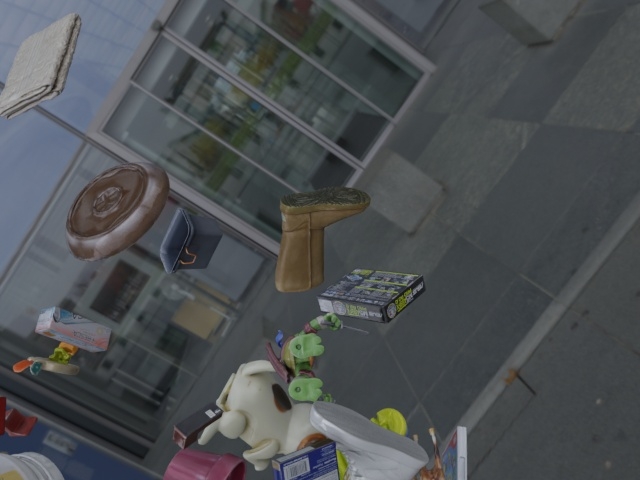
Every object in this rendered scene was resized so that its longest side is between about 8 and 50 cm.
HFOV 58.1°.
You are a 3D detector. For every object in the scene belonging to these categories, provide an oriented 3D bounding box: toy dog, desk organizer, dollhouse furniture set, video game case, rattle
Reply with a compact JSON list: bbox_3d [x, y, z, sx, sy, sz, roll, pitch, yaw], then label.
[{"bbox_3d":[-0.157,0.620,2.049,0.395,0.408,0.284,-59,6,13],"label":"toy dog"},{"bbox_3d":[-0.312,0.471,1.472,0.130,0.047,0.050,-24,-42,-50],"label":"desk organizer"},{"bbox_3d":[-0.812,0.604,1.527,0.152,0.201,0.374,-16,68,21],"label":"dollhouse furniture set"},{"bbox_3d":[0.321,0.624,1.392,0.204,0.025,0.285,92,-172,-50],"label":"video game case"},{"bbox_3d":[-0.781,0.323,1.678,0.142,0.130,0.200,-60,-29,-8],"label":"rattle"}]

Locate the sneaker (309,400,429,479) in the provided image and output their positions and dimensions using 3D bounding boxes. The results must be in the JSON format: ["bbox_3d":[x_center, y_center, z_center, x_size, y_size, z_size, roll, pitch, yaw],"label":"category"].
[{"bbox_3d":[0.073,0.479,1.265,0.169,0.293,0.108,-57,12,15],"label":"sneaker"}]

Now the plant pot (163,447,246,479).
[{"bbox_3d":[-0.335,0.685,1.633,0.201,0.180,0.201,17,-90,-72],"label":"plant pot"}]

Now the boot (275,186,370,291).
[{"bbox_3d":[0.000,0.000,1.468,0.089,0.236,0.269,-106,16,-52],"label":"boot"}]

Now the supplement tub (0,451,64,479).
[{"bbox_3d":[-0.643,0.519,1.011,0.241,0.241,0.331,-55,-20,10],"label":"supplement tub"}]

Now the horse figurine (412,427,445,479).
[{"bbox_3d":[0.238,0.552,1.338,0.263,0.066,0.174,105,159,-55],"label":"horse figurine"}]

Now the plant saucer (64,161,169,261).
[{"bbox_3d":[-0.523,-0.089,1.449,0.311,0.050,0.310,-14,51,17],"label":"plant saucer"}]

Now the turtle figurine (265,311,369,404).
[{"bbox_3d":[0.013,0.272,1.310,0.197,0.275,0.266,-56,-4,-1],"label":"turtle figurine"}]

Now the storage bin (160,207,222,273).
[{"bbox_3d":[-0.272,0.008,1.239,0.135,0.091,0.098,-59,45,29],"label":"storage bin"}]

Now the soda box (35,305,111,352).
[{"bbox_3d":[-0.630,0.231,1.482,0.058,0.183,0.063,-14,57,27],"label":"soda box"}]

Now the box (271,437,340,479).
[{"bbox_3d":[-0.017,0.526,1.143,0.036,0.136,0.225,-8,91,56],"label":"box"}]

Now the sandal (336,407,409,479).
[{"bbox_3d":[0.113,0.561,1.473,0.317,0.138,0.126,-36,41,15],"label":"sandal"}]

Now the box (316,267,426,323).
[{"bbox_3d":[0.157,0.166,1.805,0.270,0.060,0.216,4,25,43],"label":"box"}]

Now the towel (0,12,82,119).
[{"bbox_3d":[-0.663,-0.415,1.373,0.187,0.049,0.282,-17,54,21],"label":"towel"}]
